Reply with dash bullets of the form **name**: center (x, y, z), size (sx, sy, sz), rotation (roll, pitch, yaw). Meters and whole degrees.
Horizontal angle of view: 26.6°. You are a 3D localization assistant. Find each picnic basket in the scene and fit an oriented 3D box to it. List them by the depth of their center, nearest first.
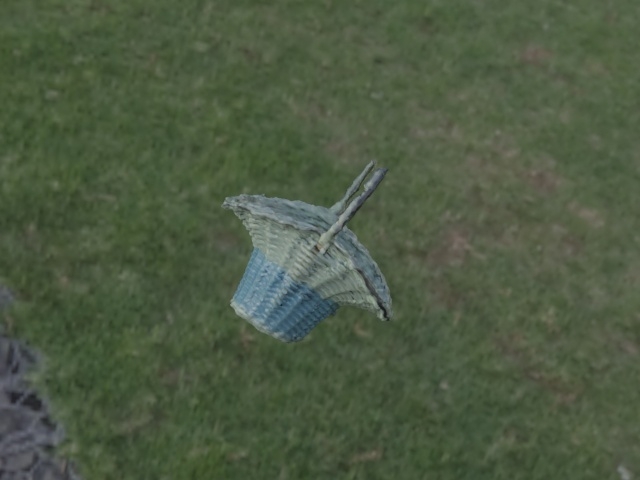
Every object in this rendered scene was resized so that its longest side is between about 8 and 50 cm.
- **picnic basket**: center (0.000, 0.000, 0.547), size (0.083, 0.083, 0.065), rotation (33, 8, 0)
